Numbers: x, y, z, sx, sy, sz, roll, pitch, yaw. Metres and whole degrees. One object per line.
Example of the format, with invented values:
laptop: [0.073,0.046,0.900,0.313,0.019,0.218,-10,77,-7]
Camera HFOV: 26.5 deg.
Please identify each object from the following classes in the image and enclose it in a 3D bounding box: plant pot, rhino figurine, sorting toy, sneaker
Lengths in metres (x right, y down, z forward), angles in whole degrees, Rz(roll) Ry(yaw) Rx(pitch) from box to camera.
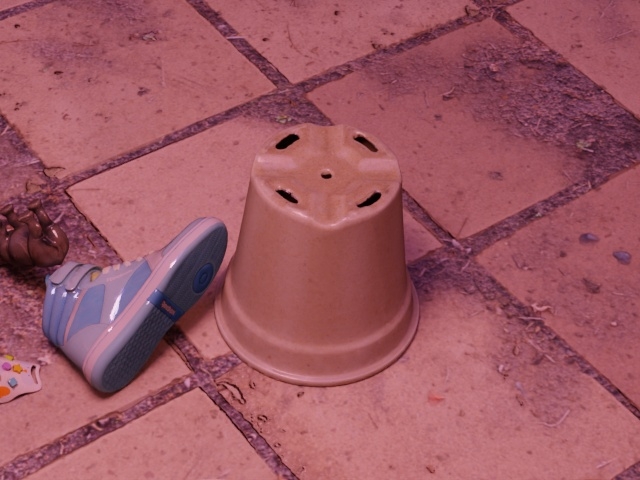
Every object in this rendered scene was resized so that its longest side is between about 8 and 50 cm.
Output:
plant pot: [0.000,0.000,2.086,0.333,0.305,0.334,2,45,-2]
rhino figurine: [-0.480,0.001,2.152,0.243,0.106,0.073,-5,31,51]
sorting toy: [-0.459,0.202,2.046,0.075,0.045,0.083,7,42,-25]
sneaker: [-0.304,0.056,2.087,0.208,0.127,0.319,31,72,28]

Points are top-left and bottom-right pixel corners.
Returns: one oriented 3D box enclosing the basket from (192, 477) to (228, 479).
basket: [-0.251,0.485,1.619,0.331,0.266,0.328,-4,46,-5]
